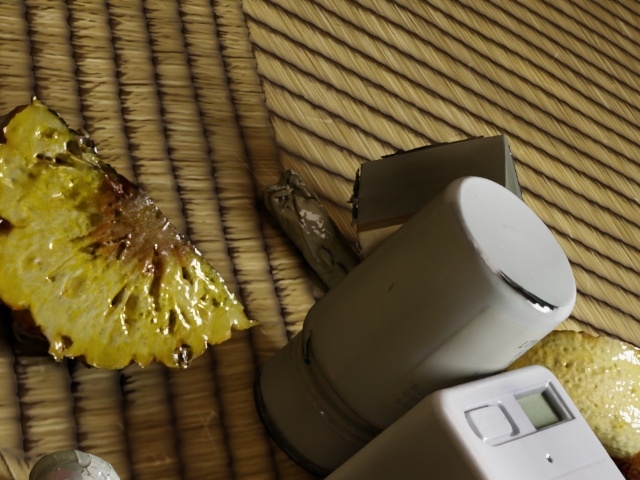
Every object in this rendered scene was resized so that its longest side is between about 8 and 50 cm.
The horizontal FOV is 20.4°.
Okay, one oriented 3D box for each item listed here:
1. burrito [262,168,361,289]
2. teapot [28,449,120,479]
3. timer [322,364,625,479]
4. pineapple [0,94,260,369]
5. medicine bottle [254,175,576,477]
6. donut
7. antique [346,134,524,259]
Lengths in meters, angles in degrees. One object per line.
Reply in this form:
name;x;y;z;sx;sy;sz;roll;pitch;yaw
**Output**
burrito;0.000;0.000;1.664;0.149;0.041;0.055;53;42;2
teapot;-0.165;0.188;1.194;0.064;0.064;0.083;-81;155;-46
timer;0.118;0.233;1.375;0.192;0.195;0.194;-7;58;-56
pineapple;-0.197;0.014;1.342;0.250;0.140;0.164;48;-17;-32
medicine bottle;0.072;0.076;1.441;0.143;0.258;0.143;35;30;-23
donut;0.255;0.170;1.658;0.217;0.141;0.085;49;38;-38
antique;0.115;0.005;1.650;0.148;0.152;0.147;-85;160;-54
